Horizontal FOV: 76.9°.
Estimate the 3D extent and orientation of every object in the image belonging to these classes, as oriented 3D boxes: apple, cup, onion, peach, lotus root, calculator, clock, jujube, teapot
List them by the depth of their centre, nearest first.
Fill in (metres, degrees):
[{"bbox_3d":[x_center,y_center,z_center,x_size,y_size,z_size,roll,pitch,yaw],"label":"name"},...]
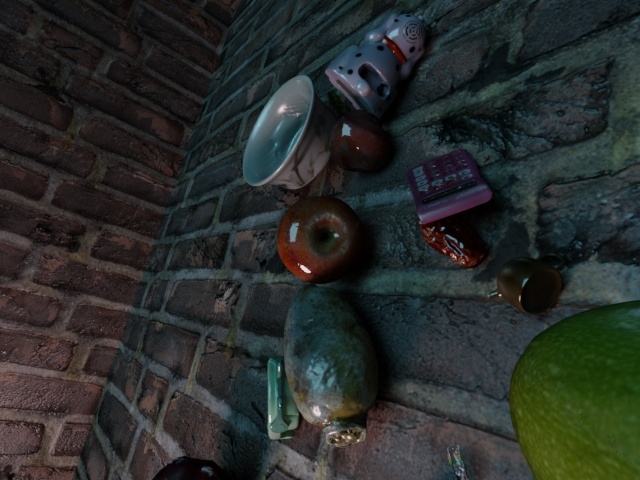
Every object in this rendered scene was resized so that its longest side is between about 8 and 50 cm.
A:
[{"bbox_3d":[0.298,0.054,0.582,0.121,0.076,0.068,-36,27,-4],"label":"teapot"},{"bbox_3d":[0.230,-0.004,0.705,0.077,0.077,0.129,-54,40,18],"label":"jujube"},{"bbox_3d":[0.230,-0.102,0.738,0.127,0.034,0.190,-21,32,18],"label":"calculator"},{"bbox_3d":[0.011,0.207,0.793,0.175,0.175,0.349,-48,38,25],"label":"lotus root"},{"bbox_3d":[-0.080,0.326,0.850,0.210,0.066,0.159,103,165,-59],"label":"clock"},{"bbox_3d":[0.000,0.000,0.903,0.162,0.201,0.201,144,142,-73],"label":"apple"},{"bbox_3d":[-0.288,0.614,0.939,0.252,0.219,0.252,6,107,21],"label":"onion"},{"bbox_3d":[0.094,-0.243,0.965,0.152,0.152,0.152,-31,48,41],"label":"peach"},{"bbox_3d":[0.157,-0.452,1.001,0.254,0.189,0.189,-49,36,2],"label":"clock"},{"bbox_3d":[-0.072,-0.292,1.202,0.347,0.163,0.347,-32,47,41],"label":"cup"}]

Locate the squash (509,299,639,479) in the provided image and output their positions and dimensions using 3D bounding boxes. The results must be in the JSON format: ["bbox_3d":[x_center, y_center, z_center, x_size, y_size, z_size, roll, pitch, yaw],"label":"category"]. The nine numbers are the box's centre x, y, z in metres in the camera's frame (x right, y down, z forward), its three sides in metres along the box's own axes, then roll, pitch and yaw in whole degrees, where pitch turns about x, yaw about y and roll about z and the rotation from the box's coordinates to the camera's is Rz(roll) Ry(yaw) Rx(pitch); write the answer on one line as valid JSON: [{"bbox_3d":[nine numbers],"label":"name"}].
[{"bbox_3d":[0.289,0.172,0.327,0.309,0.310,0.310,11,80,57],"label":"squash"}]

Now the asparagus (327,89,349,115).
[{"bbox_3d":[0.055,-0.412,1.219,0.036,0.030,0.165,-43,39,14],"label":"asparagus"}]

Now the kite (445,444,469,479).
[{"bbox_3d":[0.214,0.395,0.513,0.198,0.006,0.244,-27,60,32],"label":"kite"}]
